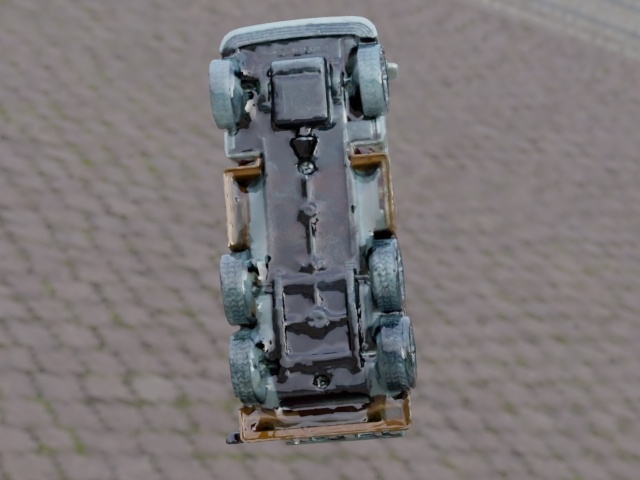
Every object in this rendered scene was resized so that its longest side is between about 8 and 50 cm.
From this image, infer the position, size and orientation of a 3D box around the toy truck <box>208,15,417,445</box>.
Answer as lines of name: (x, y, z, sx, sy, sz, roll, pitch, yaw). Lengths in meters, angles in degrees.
toy truck: (0.001, 0.000, 0.857, 0.080, 0.177, 0.115, -5, -9, 7)
